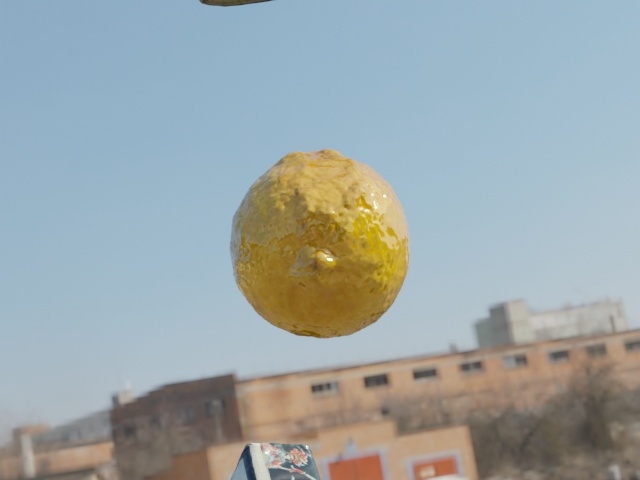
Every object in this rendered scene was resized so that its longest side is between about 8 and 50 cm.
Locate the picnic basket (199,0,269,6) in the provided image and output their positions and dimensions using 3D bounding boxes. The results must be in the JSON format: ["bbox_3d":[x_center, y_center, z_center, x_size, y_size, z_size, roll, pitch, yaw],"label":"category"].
[{"bbox_3d":[0.045,-0.203,0.582,0.267,0.139,0.165,-9,-6,3],"label":"picnic basket"}]

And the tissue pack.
[{"bbox_3d":[-0.039,0.291,1.318,0.090,0.103,0.170,10,29,-17],"label":"tissue pack"}]

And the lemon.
[{"bbox_3d":[0.000,0.000,1.033,0.142,0.142,0.187,-11,22,10],"label":"lemon"}]
